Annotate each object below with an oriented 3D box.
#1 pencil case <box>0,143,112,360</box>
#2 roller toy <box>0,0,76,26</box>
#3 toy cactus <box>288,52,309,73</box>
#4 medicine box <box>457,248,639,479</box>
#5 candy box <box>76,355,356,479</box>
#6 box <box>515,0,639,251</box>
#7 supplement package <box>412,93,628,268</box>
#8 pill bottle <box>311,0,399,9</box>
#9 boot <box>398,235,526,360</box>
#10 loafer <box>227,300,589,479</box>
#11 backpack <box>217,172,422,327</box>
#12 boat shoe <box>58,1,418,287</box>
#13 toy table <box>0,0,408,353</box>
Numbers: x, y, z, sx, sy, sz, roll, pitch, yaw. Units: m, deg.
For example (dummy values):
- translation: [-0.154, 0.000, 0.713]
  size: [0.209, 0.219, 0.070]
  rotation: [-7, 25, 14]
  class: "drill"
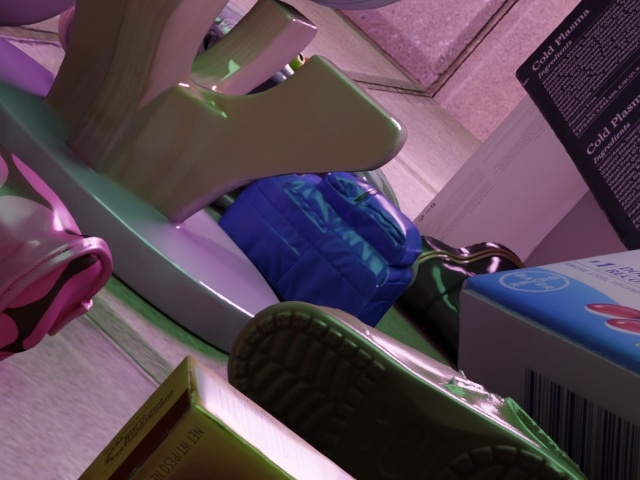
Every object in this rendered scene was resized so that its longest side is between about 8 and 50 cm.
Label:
- translation: [-0.178, -0.035, 0.812]
  size: [0.209, 0.095, 0.098]
  rotation: [47, -4, 19]
  class: "pencil case"
- translation: [-0.216, -0.249, 1.228]
  size: [0.146, 0.209, 0.191]
  rotation: [26, 24, -52]
  class: "roller toy"
- translation: [-0.101, -0.138, 1.532]
  size: [0.180, 0.112, 0.219]
  rotation: [25, 7, 19]
  class: "toy cactus"
- translation: [0.269, 0.104, 1.141]
  size: [0.289, 0.149, 0.263]
  rotation: [-9, 18, -28]
  class: "medicine box"
- translation: [-0.007, 0.139, 0.650]
  size: [0.186, 0.109, 0.053]
  rotation: [38, 11, -16]
  class: "candy box"
- translation: [0.377, -0.047, 1.598]
  size: [0.343, 0.179, 0.312]
  rotation: [33, 18, -30]
  class: "box"
- translation: [0.227, -0.006, 1.831]
  size: [0.149, 0.194, 0.203]
  rotation: [35, 13, -28]
  class: "supplement package"
- translation: [-0.051, -0.294, 1.132]
  size: [0.361, 0.204, 0.204]
  rotation: [27, 18, -52]
  class: "pill bottle"
- translation: [0.141, 0.072, 1.587]
  size: [0.198, 0.077, 0.137]
  rotation: [3, 42, -53]
  class: "boot"
- translation: [0.073, 0.119, 1.034]
  size: [0.268, 0.102, 0.092]
  rotation: [41, 16, -1]
  class: "loafer"
- translation: [0.000, 0.000, 1.267]
  size: [0.120, 0.101, 0.098]
  rotation: [40, 3, 13]
  class: "backpack"
- translation: [-0.050, -0.074, 1.353]
  size: [0.320, 0.118, 0.103]
  rotation: [43, 4, -30]
  class: "boat shoe"
- translation: [-0.087, -0.082, 1.122]
  size: [0.274, 0.161, 0.252]
  rotation: [40, 10, 0]
  class: "toy table"
